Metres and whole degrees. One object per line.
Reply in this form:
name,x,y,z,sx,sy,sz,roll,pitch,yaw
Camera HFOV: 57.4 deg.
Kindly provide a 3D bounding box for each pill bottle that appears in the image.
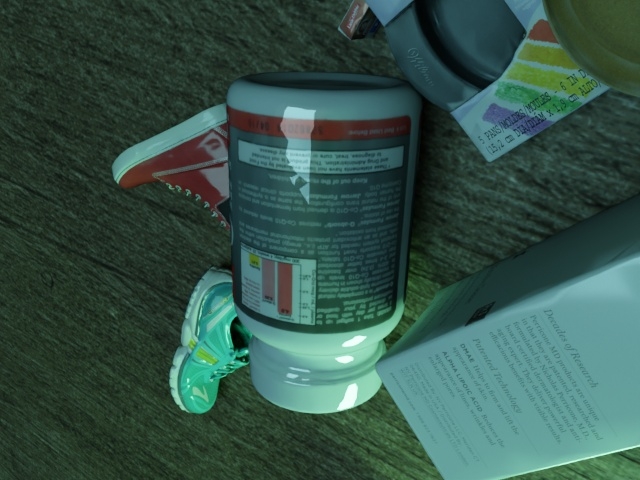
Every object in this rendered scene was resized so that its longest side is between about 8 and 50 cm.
pill bottle,0.000,0.000,0.678,0.210,0.210,0.363,13,114,27

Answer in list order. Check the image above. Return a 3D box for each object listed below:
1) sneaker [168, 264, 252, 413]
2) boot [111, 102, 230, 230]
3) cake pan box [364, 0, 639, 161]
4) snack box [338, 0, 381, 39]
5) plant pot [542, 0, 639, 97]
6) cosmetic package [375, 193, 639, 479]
sneaker,-0.162,0.172,0.914,0.109,0.107,0.275,23,119,12
boot,-0.187,-0.073,0.845,0.244,0.088,0.176,-17,100,31
cake pan box,0.185,-0.235,0.525,0.266,0.070,0.246,-32,104,33
snack box,0.082,-0.293,0.608,0.022,0.064,0.178,41,124,9
plant pot,0.286,-0.222,0.433,0.236,0.032,0.237,9,126,12
cosmetic package,0.267,0.071,0.542,0.385,0.217,0.156,-35,88,34
